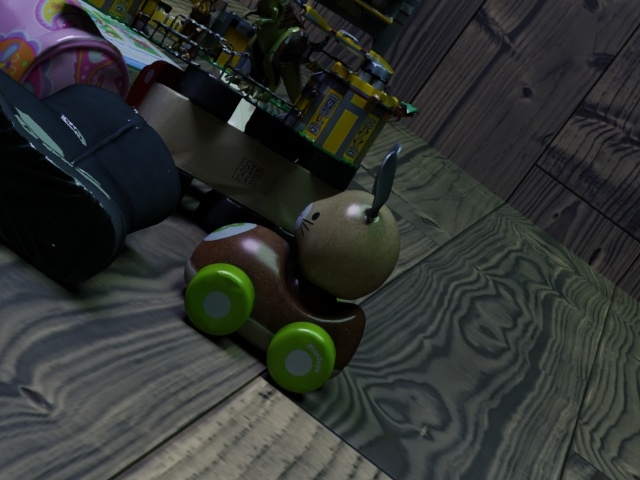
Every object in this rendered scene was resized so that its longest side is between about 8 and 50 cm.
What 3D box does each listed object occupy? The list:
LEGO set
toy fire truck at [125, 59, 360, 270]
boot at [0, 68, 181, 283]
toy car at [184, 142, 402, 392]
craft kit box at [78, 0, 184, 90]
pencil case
[{"bbox_3d":[-0.039,-0.222,1.434,0.331,0.192,0.255,32,7,3],"label":"LEGO set"},{"bbox_3d":[-0.099,-0.107,1.631,0.217,0.158,0.246,29,2,-30],"label":"toy fire truck"},{"bbox_3d":[-0.217,-0.082,1.239,0.246,0.094,0.207,42,14,-5],"label":"boot"},{"bbox_3d":[0.000,0.000,1.321,0.149,0.188,0.155,36,11,-3],"label":"toy car"},{"bbox_3d":[-0.270,-0.226,1.796,0.246,0.061,0.250,45,14,27],"label":"craft kit box"},{"bbox_3d":[-0.275,-0.186,1.446,0.124,0.124,0.284,22,16,-51],"label":"pencil case"}]
